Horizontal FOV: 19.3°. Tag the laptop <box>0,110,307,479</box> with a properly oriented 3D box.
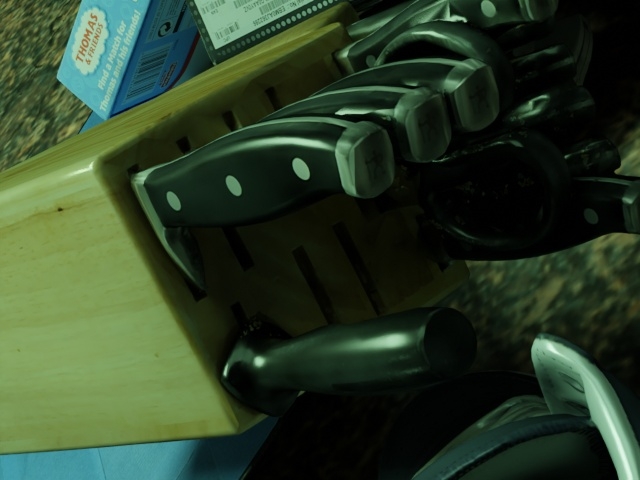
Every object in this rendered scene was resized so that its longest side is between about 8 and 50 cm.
[{"bbox_3d":[-0.235,0.087,0.808,0.408,0.236,0.382,-6,25,-12],"label":"laptop"}]

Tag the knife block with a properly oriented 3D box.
[{"bbox_3d":[-0.042,0.007,0.551,0.276,0.088,0.242,-25,8,12],"label":"knife block"}]

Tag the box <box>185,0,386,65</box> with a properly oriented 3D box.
[{"bbox_3d":[0.101,-0.162,0.740,0.270,0.060,0.216,-21,4,39],"label":"box"}]

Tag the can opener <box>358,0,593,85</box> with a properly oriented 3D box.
[{"bbox_3d":[-0.001,-0.062,0.830,0.283,0.095,0.076,-8,46,50],"label":"can opener"}]

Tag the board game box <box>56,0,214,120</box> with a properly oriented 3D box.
[{"bbox_3d":[-0.018,-0.154,0.855,0.211,0.039,0.160,-29,-28,-48],"label":"board game box"}]

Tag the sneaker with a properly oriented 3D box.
[{"bbox_3d":[0.052,0.075,0.508,0.099,0.153,0.282,-46,27,2],"label":"sneaker"}]
